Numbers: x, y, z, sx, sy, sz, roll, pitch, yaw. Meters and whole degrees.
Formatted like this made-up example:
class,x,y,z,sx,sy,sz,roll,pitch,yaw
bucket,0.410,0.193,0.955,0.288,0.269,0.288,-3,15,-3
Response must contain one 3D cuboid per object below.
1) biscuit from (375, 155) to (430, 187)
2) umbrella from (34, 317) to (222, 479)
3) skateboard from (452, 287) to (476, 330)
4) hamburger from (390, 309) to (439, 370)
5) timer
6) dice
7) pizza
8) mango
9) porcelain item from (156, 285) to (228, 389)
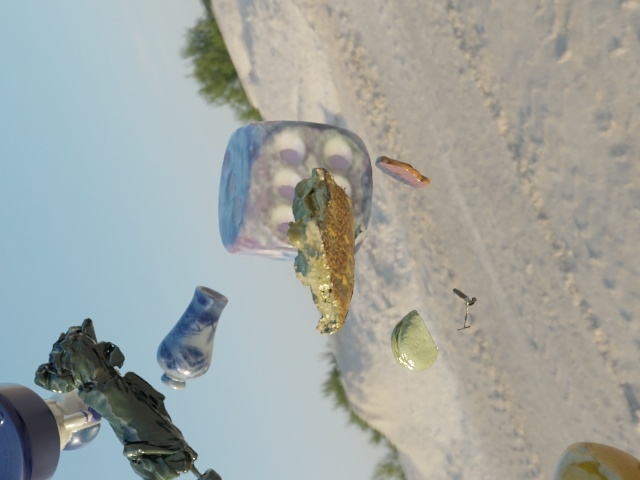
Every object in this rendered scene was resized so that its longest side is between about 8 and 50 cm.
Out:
class,x,y,z,sx,sy,sz,roll,pitch,yaw
biscuit,0.175,-0.148,2.011,0.130,0.019,0.102,28,168,-29
umbrella,-0.293,0.280,1.464,0.349,0.094,0.143,45,-134,-7
skateboard,0.307,0.152,2.042,0.064,0.032,0.083,37,134,46
hamburger,0.171,0.200,1.787,0.054,0.084,0.121,8,128,46
timer,-0.609,0.411,2.003,0.384,0.270,0.270,-6,-107,-66
dice,-0.058,-0.095,1.959,0.271,0.270,0.270,166,108,-70
pizza,0.000,0.000,1.630,0.323,0.090,0.223,-84,-23,-44
mango,0.499,0.449,1.530,0.359,0.144,0.186,-142,49,-67
porcelain item,-0.319,0.244,2.322,0.141,0.259,0.141,24,-175,-2
